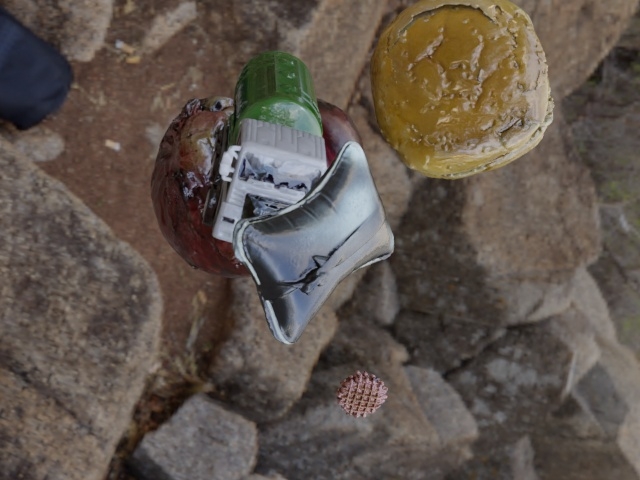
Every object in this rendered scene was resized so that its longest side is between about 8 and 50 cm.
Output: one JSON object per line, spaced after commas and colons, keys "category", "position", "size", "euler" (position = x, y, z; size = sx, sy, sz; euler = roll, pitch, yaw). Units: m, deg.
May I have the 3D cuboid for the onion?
{"category": "onion", "position": [-0.070, -0.076, 1.214], "size": [0.281, 0.221, 0.281], "euler": [-20, 143, -16]}

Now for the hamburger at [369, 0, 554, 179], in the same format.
{"category": "hamburger", "position": [0.153, -0.175, 1.110], "size": [0.108, 0.213, 0.214], "euler": [19, 82, -76]}

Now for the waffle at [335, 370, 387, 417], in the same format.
{"category": "waffle", "position": [0.065, 0.249, 1.600], "size": [0.075, 0.083, 0.029], "euler": [47, 19, -19]}

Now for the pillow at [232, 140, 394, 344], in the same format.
{"category": "pillow", "position": [-0.002, 0.000, 0.684], "size": [0.091, 0.055, 0.135], "euler": [51, 53, -4]}

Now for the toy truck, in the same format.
{"category": "toy truck", "position": [-0.044, -0.087, 0.917], "size": [0.242, 0.101, 0.125], "euler": [-96, -157, -61]}
